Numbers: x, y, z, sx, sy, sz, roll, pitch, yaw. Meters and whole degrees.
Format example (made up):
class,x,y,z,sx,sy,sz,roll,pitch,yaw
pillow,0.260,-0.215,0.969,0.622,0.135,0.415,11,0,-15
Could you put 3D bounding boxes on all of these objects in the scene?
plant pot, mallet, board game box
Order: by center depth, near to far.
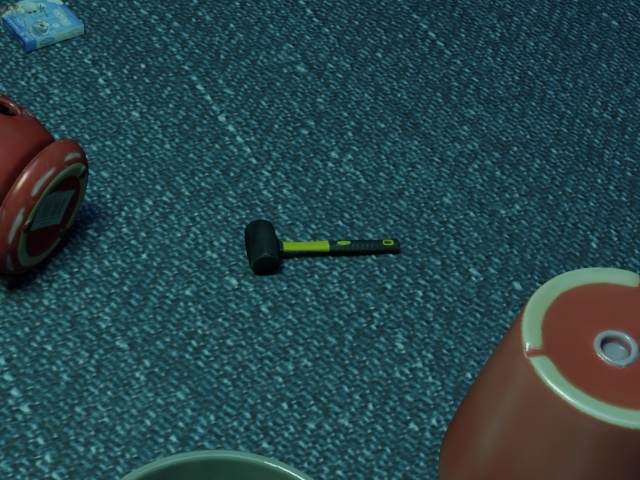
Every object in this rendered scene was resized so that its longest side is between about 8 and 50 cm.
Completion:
class,x,y,z,sx,sy,sz,roll,pitch,yaw
plant pot,0.265,0.176,1.251,0.275,0.243,0.275,4,46,-4
plant pot,-0.371,-0.063,1.440,0.174,0.191,0.191,30,49,9
mallet,0.000,0.000,1.535,0.189,0.039,0.062,-6,50,-20
board game box,-0.391,-0.305,1.786,0.090,0.020,0.090,-25,54,-30

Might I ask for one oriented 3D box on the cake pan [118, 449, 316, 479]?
class,x,y,z,sx,sy,sz,roll,pitch,yaw
cake pan,-0.094,0.328,1.182,0.293,0.054,0.293,4,45,-4
